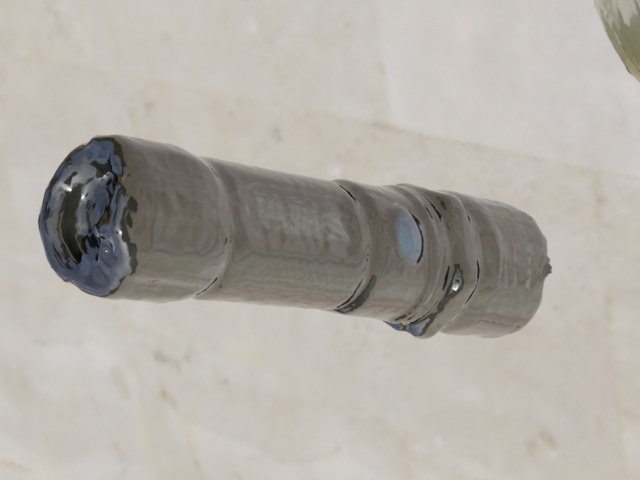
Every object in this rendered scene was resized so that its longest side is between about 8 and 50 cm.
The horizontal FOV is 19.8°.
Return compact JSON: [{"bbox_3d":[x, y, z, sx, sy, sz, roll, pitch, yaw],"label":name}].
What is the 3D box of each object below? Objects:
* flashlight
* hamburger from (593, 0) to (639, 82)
[{"bbox_3d":[0.000,0.000,1.108,0.103,0.424,0.103,-5,82,36],"label":"flashlight"},{"bbox_3d":[0.202,-0.135,0.699,0.173,0.210,0.116,62,-173,-7],"label":"hamburger"}]
